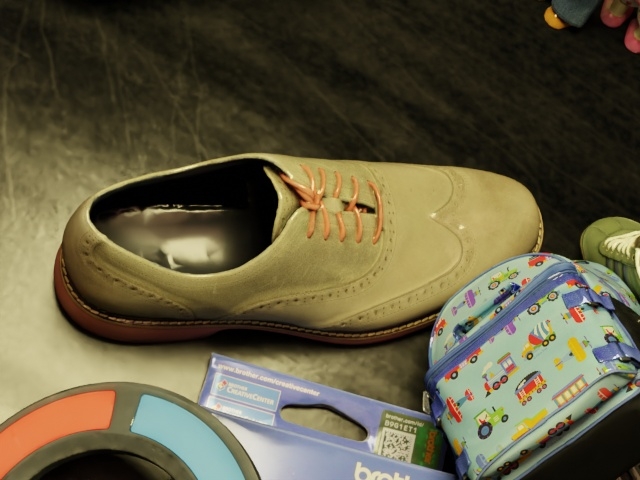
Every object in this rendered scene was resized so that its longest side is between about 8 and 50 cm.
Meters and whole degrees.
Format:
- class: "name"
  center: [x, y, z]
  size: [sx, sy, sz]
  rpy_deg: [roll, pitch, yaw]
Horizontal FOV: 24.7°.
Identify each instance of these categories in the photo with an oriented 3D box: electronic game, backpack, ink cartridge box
- class: "electronic game"
  center: [-0.138, 0.194, 0.880]
  size: [0.229, 0.048, 0.229]
  rpy_deg: [-7, 63, 13]
- class: "backpack"
  center: [0.141, 0.079, 0.956]
  size: [0.117, 0.158, 0.173]
  rpy_deg: [36, 24, -41]
- class: "ink cartridge box"
  center: [-0.020, 0.231, 0.929]
  size: [0.186, 0.065, 0.311]
  rpy_deg: [17, 65, -6]

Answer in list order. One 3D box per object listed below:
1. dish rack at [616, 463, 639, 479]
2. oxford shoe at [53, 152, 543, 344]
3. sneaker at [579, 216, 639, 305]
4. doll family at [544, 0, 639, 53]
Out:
- class: "dish rack"
  center: [0.286, 0.144, 1.021]
  size: [0.271, 0.074, 0.208]
  rpy_deg: [-22, 74, -18]
- class: "oxford shoe"
  center: [0.000, 0.000, 0.982]
  size: [0.348, 0.130, 0.123]
  rpy_deg: [-9, 71, -15]
- class: "sneaker"
  center: [0.235, 0.017, 0.999]
  size: [0.064, 0.086, 0.192]
  rpy_deg: [-24, 37, -7]
- class: "doll family"
  center: [0.186, -0.241, 1.099]
  size: [0.118, 0.163, 0.263]
  rpy_deg: [-38, 81, -23]
